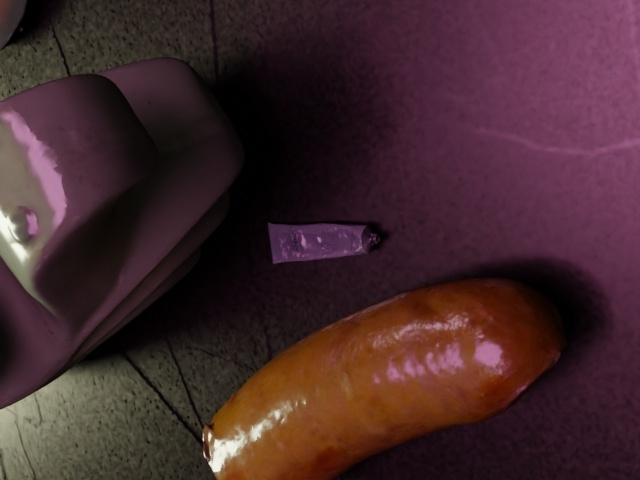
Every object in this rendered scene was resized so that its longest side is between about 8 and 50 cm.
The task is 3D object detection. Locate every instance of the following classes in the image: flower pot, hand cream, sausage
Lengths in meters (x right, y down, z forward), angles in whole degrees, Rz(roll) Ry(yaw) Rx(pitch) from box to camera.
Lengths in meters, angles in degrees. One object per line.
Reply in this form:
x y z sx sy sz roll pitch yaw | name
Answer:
-0.215 0.010 1.021 0.367 0.254 0.165 -35 82 29 | flower pot
0.000 0.000 1.033 0.093 0.019 0.030 -4 97 32 | hand cream
0.040 0.098 0.985 0.270 0.109 0.109 -28 86 31 | sausage

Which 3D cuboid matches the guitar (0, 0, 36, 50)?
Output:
-0.319 -0.230 1.116 0.233 0.025 0.088 36 120 -4 | guitar
